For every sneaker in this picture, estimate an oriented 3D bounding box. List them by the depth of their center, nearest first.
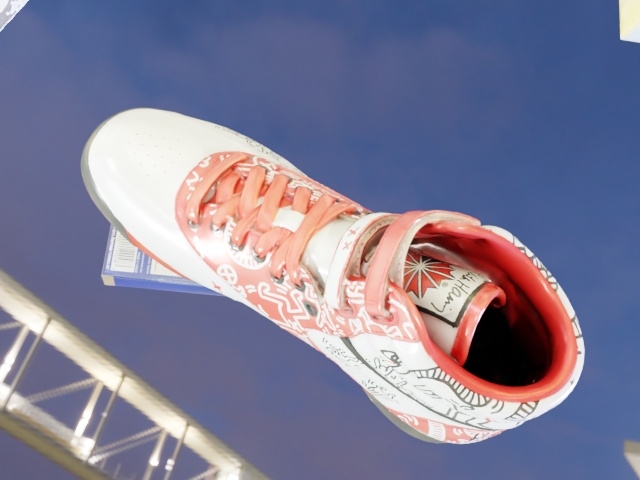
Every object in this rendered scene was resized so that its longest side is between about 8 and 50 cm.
[{"bbox_3d":[0.001,-0.001,0.402,0.270,0.090,0.145,38,-22,-1],"label":"sneaker"}]

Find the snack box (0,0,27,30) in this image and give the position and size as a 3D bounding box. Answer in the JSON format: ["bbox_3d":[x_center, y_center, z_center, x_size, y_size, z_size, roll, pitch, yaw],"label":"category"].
[{"bbox_3d":[-0.531,-0.398,1.223,0.187,0.322,0.060,21,-30,10],"label":"snack box"}]

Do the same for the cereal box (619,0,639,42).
[{"bbox_3d":[0.286,-0.130,0.367,0.240,0.047,0.173,8,-16,-10],"label":"cereal box"}]

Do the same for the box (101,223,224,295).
[{"bbox_3d":[-0.144,-0.001,1.007,0.225,0.137,0.036,6,-26,-5],"label":"box"}]
